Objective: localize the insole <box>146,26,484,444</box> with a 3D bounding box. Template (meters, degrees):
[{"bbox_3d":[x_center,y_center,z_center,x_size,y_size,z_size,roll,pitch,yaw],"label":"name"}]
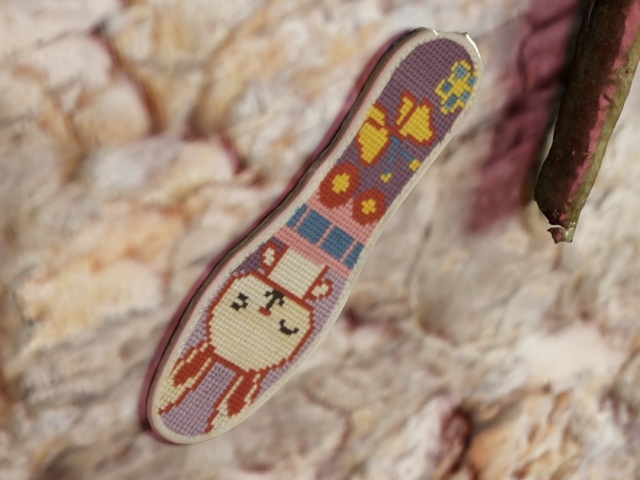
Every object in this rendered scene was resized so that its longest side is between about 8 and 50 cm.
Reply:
[{"bbox_3d":[0.000,0.000,0.752,0.065,0.004,0.197,36,91,-41],"label":"insole"}]

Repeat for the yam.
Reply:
[{"bbox_3d":[0.109,-0.061,0.780,0.033,0.027,0.129,-1,116,-46],"label":"yam"}]
